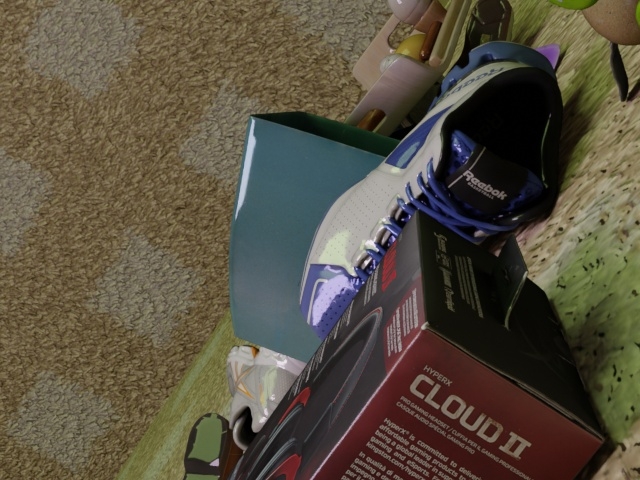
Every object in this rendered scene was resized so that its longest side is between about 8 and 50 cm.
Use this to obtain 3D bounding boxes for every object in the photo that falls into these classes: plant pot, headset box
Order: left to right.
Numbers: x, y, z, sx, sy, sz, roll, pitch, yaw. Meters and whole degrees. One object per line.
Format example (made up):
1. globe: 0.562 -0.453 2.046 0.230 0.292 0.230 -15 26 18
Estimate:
1. plant pot: 0.000 0.000 1.135 0.165 0.165 0.234 -24 -49 -70
2. headset box: 0.036 0.126 0.627 0.293 0.110 0.218 -56 6 16

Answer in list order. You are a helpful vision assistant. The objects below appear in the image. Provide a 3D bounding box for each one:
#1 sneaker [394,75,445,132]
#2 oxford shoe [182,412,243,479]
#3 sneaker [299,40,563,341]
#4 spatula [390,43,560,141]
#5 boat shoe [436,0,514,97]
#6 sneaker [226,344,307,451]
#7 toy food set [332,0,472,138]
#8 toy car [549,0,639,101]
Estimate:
1. sneaker: 0.109 -0.142 1.490 0.163 0.086 0.226 -53 7 25
2. oxford shoe: -0.133 0.315 1.262 0.076 0.076 0.212 9 72 34
3. sneaker: 0.094 -0.031 0.888 0.316 0.127 0.182 -55 4 7
4. spatula: 0.148 -0.139 1.186 0.296 0.030 0.084 -25 39 58
5. boat shoe: 0.191 -0.190 1.276 0.190 0.068 0.072 -67 -27 -8
6. sneaker: -0.075 0.190 1.260 0.121 0.099 0.262 -64 7 -19
7. toy food set: 0.074 -0.209 1.318 0.220 0.092 0.306 -49 10 37
8. toy car: 0.232 -0.174 0.729 0.155 0.149 0.188 -55 -23 -14
